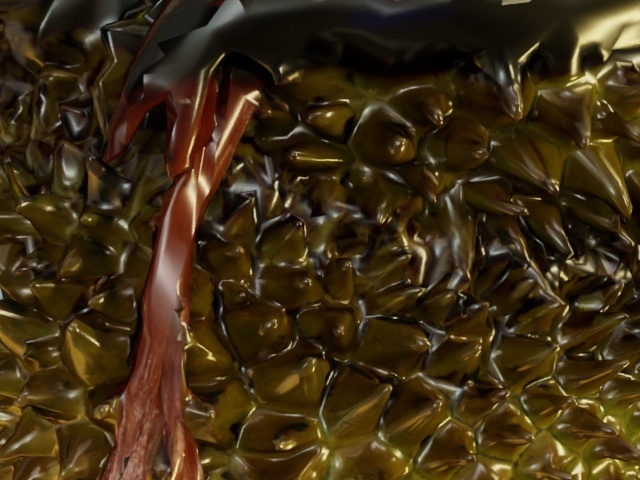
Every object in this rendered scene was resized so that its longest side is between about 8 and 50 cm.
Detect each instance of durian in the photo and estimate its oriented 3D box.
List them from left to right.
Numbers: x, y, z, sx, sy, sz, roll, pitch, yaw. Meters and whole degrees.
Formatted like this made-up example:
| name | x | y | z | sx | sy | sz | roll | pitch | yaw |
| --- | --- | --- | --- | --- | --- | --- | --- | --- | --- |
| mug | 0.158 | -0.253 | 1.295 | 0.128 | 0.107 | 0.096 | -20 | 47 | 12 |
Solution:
| name | x | y | z | sx | sy | sz | roll | pitch | yaw |
| --- | --- | --- | --- | --- | --- | --- | --- | --- | --- |
| durian | 0.001 | -0.005 | 0.654 | 0.347 | 0.384 | 0.347 | 14 | 90 | -78 |
